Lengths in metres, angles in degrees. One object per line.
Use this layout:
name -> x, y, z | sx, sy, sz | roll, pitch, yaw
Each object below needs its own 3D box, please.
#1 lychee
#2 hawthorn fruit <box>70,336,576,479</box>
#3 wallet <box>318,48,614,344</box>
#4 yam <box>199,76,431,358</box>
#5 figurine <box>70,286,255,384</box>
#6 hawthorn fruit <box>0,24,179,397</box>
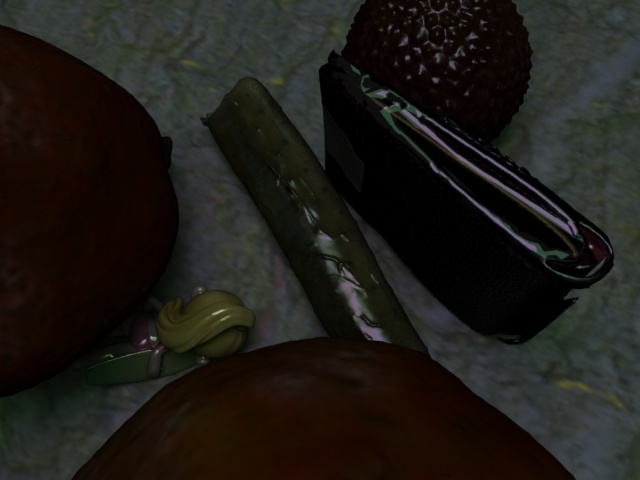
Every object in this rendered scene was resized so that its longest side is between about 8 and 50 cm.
lychee -> 0.109, -0.169, 0.714 | 0.195, 0.194, 0.194 | 0, 69, 1
hawthorn fruit -> -0.001, 0.252, 0.445 | 0.403, 0.403, 0.402 | 0, 69, 1
wallet -> 0.100, -0.024, 0.635 | 0.262, 0.221, 0.071 | 42, 80, 14
yam -> 0.000, 0.000, 0.705 | 0.083, 0.083, 0.371 | -29, 72, -10
figurine -> -0.146, 0.086, 0.679 | 0.188, 0.083, 0.083 | -8, 69, 8
hawthorn fruit -> -0.260, -0.021, 0.598 | 0.295, 0.311, 0.294 | -7, 74, 24
